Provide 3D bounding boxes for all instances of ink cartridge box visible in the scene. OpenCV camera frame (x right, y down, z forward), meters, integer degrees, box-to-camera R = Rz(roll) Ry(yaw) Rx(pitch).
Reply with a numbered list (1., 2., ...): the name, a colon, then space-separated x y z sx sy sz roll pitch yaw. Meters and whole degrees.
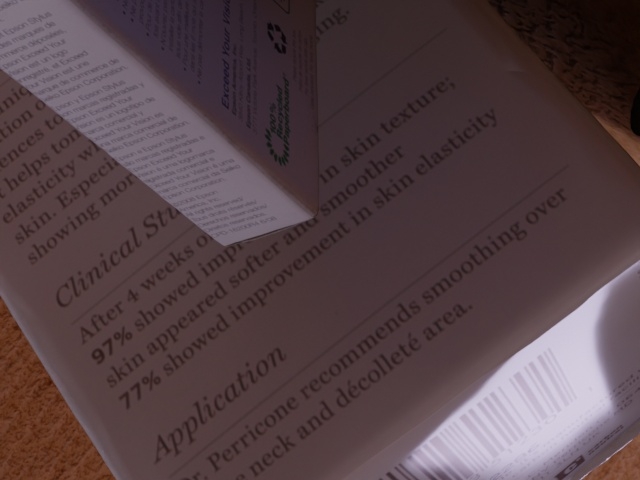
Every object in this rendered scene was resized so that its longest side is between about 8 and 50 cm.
1. ink cartridge box: -0.110 -0.210 0.697 0.071 0.324 0.330 -19 142 26

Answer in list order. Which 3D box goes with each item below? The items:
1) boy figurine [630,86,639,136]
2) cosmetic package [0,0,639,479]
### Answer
1. boy figurine: 0.293 -0.018 0.761 0.285 0.092 0.177 29 156 36
2. cosmetic package: 0.000 0.000 0.985 0.394 0.329 0.327 54 -178 26
